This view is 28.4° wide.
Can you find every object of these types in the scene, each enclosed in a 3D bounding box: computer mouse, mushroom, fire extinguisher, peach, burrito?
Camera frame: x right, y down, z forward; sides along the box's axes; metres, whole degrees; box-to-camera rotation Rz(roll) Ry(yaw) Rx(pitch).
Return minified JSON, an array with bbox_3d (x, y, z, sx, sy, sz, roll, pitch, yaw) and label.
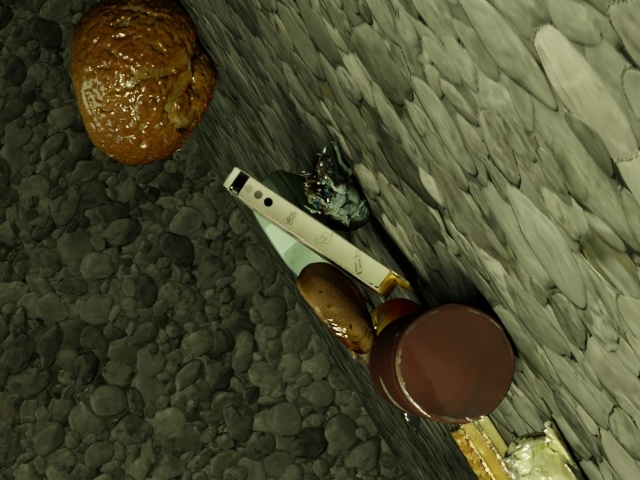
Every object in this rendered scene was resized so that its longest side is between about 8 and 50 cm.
[{"bbox_3d":[-0.013,-0.019,1.727,0.159,0.097,0.288,56,-175,11],"label":"computer mouse"},{"bbox_3d":[0.023,0.075,1.443,0.123,0.052,0.123,49,-171,-11],"label":"mushroom"},{"bbox_3d":[0.114,0.138,1.325,0.337,0.114,0.135,125,145,-84],"label":"fire extinguisher"},{"bbox_3d":[0.104,0.109,1.509,0.098,0.061,0.098,25,-140,-23],"label":"peach"},{"bbox_3d":[0.252,0.280,1.206,0.229,0.063,0.058,60,146,0],"label":"burrito"}]

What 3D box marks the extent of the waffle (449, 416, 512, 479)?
[{"bbox_3d":[0.219,0.285,1.573,0.148,0.042,0.102,58,172,7],"label":"waffle"}]

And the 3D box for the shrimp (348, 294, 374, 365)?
[{"bbox_3d":[0.075,0.162,2.010,0.090,0.079,0.233,8,146,30],"label":"shrimp"}]

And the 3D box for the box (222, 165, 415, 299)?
[{"bbox_3d":[0.000,0.000,1.497,0.247,0.033,0.129,34,177,11],"label":"box"}]

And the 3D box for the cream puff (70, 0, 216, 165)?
[{"bbox_3d":[-0.288,-0.274,2.119,0.303,0.212,0.303,0,-90,-75],"label":"cream puff"}]

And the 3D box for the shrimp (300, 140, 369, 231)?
[{"bbox_3d":[0.026,-0.055,1.469,0.076,0.082,0.174,13,166,18],"label":"shrimp"}]
